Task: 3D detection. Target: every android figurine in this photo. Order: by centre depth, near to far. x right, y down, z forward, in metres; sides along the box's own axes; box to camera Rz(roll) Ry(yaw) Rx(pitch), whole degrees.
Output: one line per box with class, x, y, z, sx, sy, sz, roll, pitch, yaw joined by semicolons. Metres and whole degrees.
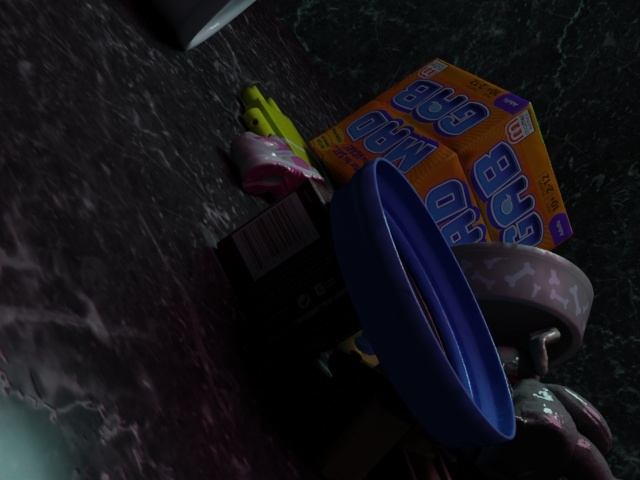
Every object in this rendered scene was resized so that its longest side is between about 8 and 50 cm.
android figurine;-0.078;-0.211;1.751;0.273;0.056;0.248;59;13;17

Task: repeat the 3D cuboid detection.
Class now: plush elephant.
plush elephant;0.330;0.292;1.352;0.330;0.271;0.255;63;16;-19

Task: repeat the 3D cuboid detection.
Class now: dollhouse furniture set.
dollhouse furniture set;0.075;0.257;1.019;0.151;0.144;0.123;34;16;-21

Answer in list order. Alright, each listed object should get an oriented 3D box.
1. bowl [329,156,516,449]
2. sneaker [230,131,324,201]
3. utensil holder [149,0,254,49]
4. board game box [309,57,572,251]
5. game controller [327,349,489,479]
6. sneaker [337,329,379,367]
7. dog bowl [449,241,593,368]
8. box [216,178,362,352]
bowl;0.132;0.082;1.033;0.391;0.077;0.391;54;19;-29
sneaker;-0.079;-0.139;1.471;0.111;0.103;0.252;62;14;20
utensil holder;-0.263;-0.620;1.543;0.385;0.327;0.327;50;14;-12
board game box;0.258;-0.115;1.743;0.357;0.356;0.356;60;-7;-35
game controller;0.135;0.274;1.184;0.166;0.067;0.319;10;-31;50
sneaker;0.048;0.089;1.307;0.240;0.126;0.091;54;13;-7
dog bowl;0.330;0.140;1.504;0.349;0.348;0.102;44;46;-39
box;-0.006;0.044;1.136;0.167;0.168;0.203;61;15;21
